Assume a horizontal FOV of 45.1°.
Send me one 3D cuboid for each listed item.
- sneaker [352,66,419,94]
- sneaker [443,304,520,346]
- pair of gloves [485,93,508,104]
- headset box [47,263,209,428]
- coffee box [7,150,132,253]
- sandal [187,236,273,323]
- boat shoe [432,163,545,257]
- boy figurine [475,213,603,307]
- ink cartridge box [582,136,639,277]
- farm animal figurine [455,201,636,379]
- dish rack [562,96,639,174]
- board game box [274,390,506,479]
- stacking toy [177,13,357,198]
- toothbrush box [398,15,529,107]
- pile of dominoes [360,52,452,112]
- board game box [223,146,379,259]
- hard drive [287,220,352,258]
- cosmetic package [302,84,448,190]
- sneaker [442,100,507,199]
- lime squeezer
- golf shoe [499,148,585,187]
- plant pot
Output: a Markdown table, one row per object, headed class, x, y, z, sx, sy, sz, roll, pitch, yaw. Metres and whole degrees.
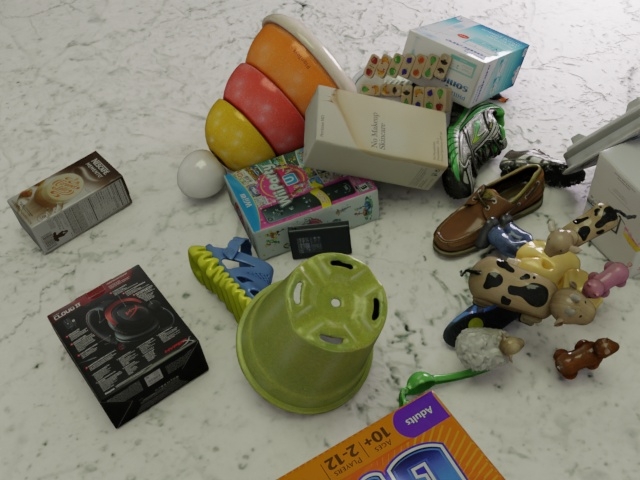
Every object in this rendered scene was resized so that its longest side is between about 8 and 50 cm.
| class | x | y | z | sx | sy | sz | roll | pitch | yaw |
| --- | --- | --- | --- | --- | --- | --- | --- | --- | --- |
| sneaker | 0.214 | -0.432 | 2.070 | 0.258 | 0.094 | 0.091 | -13 | 41 | -5 |
| sneaker | 0.334 | 0.148 | 1.557 | 0.209 | 0.069 | 0.082 | -30 | 14 | -7 |
| pair of gloves | 0.449 | -0.371 | 2.040 | 0.074 | 0.010 | 0.083 | 28 | 56 | 29 |
| headset box | -0.399 | 0.198 | 1.568 | 0.218 | 0.110 | 0.293 | -32 | 52 | -21 |
| coffee box | -0.606 | -0.096 | 1.872 | 0.246 | 0.098 | 0.141 | -35 | 53 | -23 |
| sandal | -0.154 | 0.088 | 1.633 | 0.138 | 0.126 | 0.317 | -29 | 52 | -23 |
| boat shoe | 0.371 | -0.078 | 1.718 | 0.307 | 0.104 | 0.111 | -33 | 52 | -21 |
| boy figurine | 0.466 | 0.050 | 1.598 | 0.177 | 0.092 | 0.285 | -14 | 44 | -43 |
| ink cartridge box | 0.673 | -0.076 | 1.590 | 0.171 | 0.233 | 0.168 | -22 | 51 | -12 |
| farm animal figurine | 0.421 | 0.085 | 1.420 | 0.326 | 0.172 | 0.330 | 4 | 79 | 7 |
| dish rack | 0.702 | -0.251 | 1.678 | 0.333 | 0.285 | 0.072 | -15 | 78 | -33 |
| board game box | 0.107 | 0.506 | 1.049 | 0.356 | 0.356 | 0.356 | -26 | 50 | -16 |
| stacking toy | -0.170 | -0.288 | 1.899 | 0.480 | 0.350 | 0.350 | -41 | 54 | -7 |
| toothbrush box | 0.363 | -0.459 | 1.953 | 0.216 | 0.126 | 0.295 | 32 | 37 | 23 |
| pile of dominoes | 0.197 | -0.358 | 1.877 | 0.251 | 0.196 | 0.040 | 10 | 15 | 32 |
| board game box | -0.045 | -0.104 | 1.807 | 0.303 | 0.097 | 0.224 | -21 | 48 | -11 |
| hard drive | 0.000 | 0.000 | 1.705 | 0.135 | 0.094 | 0.022 | -5 | 48 | 3 |
| cosmetic package | 0.124 | -0.230 | 1.744 | 0.309 | 0.113 | 0.160 | 9 | 62 | -15 |
| sneaker | 0.371 | -0.231 | 1.840 | 0.146 | 0.134 | 0.343 | 8 | 49 | 14 |
| lime squeezer | 0.188 | 0.316 | 1.432 | 0.110 | 0.059 | 0.310 | 44 | 59 | 3 |
| golf shoe | 0.524 | -0.181 | 1.813 | 0.198 | 0.077 | 0.094 | 10 | 50 | 15 |
| plant pot | 0.001 | 0.152 | 1.397 | 0.276 | 0.254 | 0.276 | 6 | 64 | -13 |
